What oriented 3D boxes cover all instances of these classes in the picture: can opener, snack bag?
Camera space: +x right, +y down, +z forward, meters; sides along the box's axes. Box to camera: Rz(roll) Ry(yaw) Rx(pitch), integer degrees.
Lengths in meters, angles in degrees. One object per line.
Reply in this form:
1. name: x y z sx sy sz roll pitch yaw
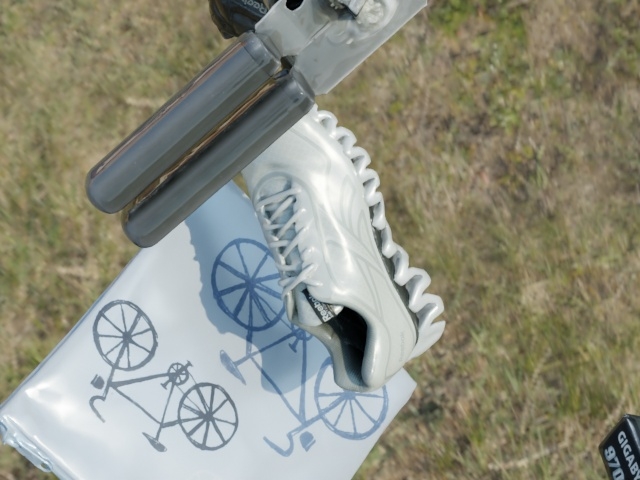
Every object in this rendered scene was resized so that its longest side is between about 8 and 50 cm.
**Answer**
1. can opener: -0.047 -0.117 0.869 0.283 0.076 0.095 -41 29 5
2. snack bag: -0.088 0.152 1.136 0.037 0.323 0.342 -18 29 53

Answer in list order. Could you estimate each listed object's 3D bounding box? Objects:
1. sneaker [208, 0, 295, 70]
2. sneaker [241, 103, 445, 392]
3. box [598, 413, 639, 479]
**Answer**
1. sneaker: -0.080 -0.250 1.110 0.283 0.107 0.124 44 119 6
2. sneaker: 0.000 0.000 1.052 0.110 0.292 0.118 -19 19 46
3. box: 0.348 0.258 1.035 0.175 0.051 0.220 14 37 -20
